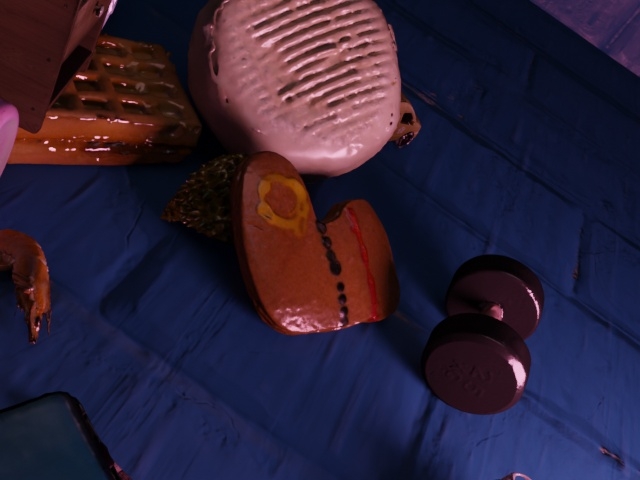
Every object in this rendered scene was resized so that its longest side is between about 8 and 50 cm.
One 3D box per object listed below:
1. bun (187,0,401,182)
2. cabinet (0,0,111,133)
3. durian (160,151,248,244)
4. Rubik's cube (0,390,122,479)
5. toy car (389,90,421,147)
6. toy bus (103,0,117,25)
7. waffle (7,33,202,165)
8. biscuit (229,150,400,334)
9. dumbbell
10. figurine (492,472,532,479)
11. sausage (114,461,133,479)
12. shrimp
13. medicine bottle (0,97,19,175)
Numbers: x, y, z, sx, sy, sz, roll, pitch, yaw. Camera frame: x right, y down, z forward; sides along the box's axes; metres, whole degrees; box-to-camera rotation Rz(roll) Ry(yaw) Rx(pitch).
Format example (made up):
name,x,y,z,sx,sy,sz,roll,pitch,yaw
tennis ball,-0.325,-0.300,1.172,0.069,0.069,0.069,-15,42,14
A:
name,x,y,z,sx,sy,sz,roll,pitch,yaw
bun,-0.049,-0.267,1.263,0.359,0.211,0.360,0,90,-15
cabinet,-0.351,-0.281,0.965,0.148,0.215,0.175,26,39,-12
durian,-0.116,-0.054,1.133,0.186,0.119,0.108,-11,54,-44
Rubik's cube,-0.264,0.313,0.528,0.288,0.294,0.283,-14,57,-45
toy car,0.100,-0.246,1.478,0.256,0.124,0.101,-13,60,-42
toy bus,-0.362,-0.413,1.222,0.108,0.136,0.330,13,18,-19
waffle,-0.354,-0.213,1.143,0.327,0.098,0.224,-2,53,-39
biscuit,0.001,0.000,1.129,0.277,0.052,0.262,-2,81,-39
dumbbell,0.249,0.137,1.178,0.152,0.152,0.218,35,39,-1
figurine,0.202,0.390,0.922,0.174,0.116,0.240,35,45,2
sausage,-0.226,0.243,0.830,0.198,0.025,0.028,42,24,7
shrimp,-0.364,0.051,0.907,0.095,0.045,0.163,1,52,-35
medicine bottle,-0.514,-0.139,0.884,0.290,0.178,0.178,27,40,-11
